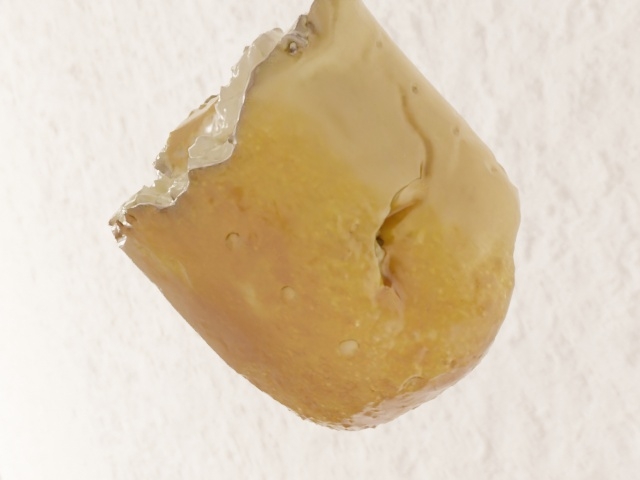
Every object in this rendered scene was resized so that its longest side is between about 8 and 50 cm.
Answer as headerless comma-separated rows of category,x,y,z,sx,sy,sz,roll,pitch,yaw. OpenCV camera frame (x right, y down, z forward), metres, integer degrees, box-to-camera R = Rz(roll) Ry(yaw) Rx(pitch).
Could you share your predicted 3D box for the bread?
bread,0.000,0.000,0.996,0.361,0.250,0.394,-38,95,35
